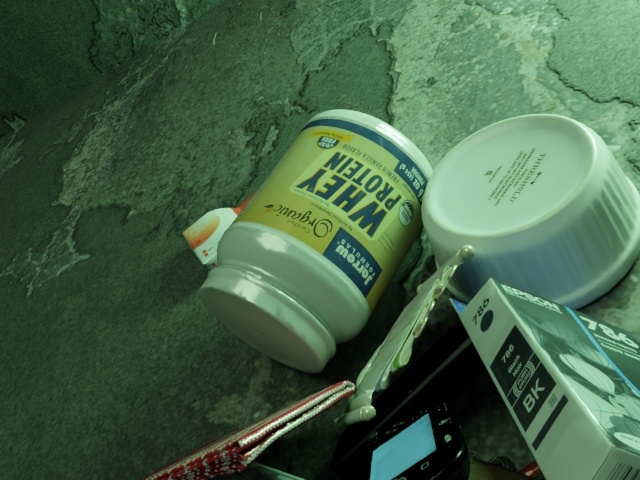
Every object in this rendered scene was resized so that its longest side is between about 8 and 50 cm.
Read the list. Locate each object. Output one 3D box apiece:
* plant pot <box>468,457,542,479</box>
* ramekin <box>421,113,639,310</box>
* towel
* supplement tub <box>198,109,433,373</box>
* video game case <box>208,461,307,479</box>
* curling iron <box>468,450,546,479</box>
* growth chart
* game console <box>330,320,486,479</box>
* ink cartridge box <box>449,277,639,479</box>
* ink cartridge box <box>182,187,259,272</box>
[{"bbox_3d":[0.211,0.286,0.458,0.230,0.215,0.215,4,51,22],"label":"plant pot"},{"bbox_3d":[0.253,-0.042,0.822,0.273,0.127,0.273,-23,38,20],"label":"ramekin"},{"bbox_3d":[-0.107,0.243,0.748,0.275,0.031,0.199,-34,-11,35],"label":"towel"},{"bbox_3d":[0.000,0.000,0.905,0.228,0.228,0.316,7,55,45],"label":"supplement tub"},{"bbox_3d":[-0.078,0.305,0.719,0.190,0.022,0.173,2,9,41],"label":"video game case"},{"bbox_3d":[0.249,0.191,0.645,0.274,0.035,0.068,-33,36,8],"label":"curling iron"},{"bbox_3d":[0.093,0.115,0.751,0.237,0.021,0.172,-55,-1,-18],"label":"growth chart"},{"bbox_3d":[0.091,0.172,0.616,0.213,0.044,0.361,-44,-5,4],"label":"game console"},{"bbox_3d":[0.226,0.120,0.550,0.332,0.165,0.065,-100,32,-71],"label":"ink cartridge box"},{"bbox_3d":[-0.168,-0.030,1.241,0.179,0.045,0.145,-43,36,-3],"label":"ink cartridge box"}]
